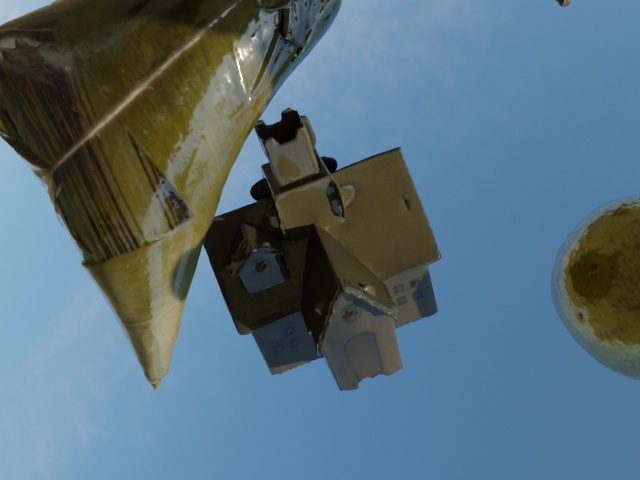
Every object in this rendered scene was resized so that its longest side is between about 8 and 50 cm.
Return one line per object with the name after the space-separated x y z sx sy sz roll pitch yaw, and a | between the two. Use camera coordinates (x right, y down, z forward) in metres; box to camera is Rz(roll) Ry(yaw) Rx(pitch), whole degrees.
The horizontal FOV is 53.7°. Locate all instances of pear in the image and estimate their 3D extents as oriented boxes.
0.343 0.044 0.631 0.197 0.197 0.197 -25 -129 35 | pear

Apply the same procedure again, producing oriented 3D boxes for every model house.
0.000 0.000 0.607 0.212 0.243 0.204 -22 -141 -3 | model house

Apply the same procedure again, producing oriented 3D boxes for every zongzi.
-0.077 -0.070 0.492 0.274 0.299 0.145 -25 -174 0 | zongzi

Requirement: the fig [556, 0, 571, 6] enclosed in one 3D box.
0.278 -0.417 0.877 0.124 0.236 0.124 -40 -147 32 | fig
